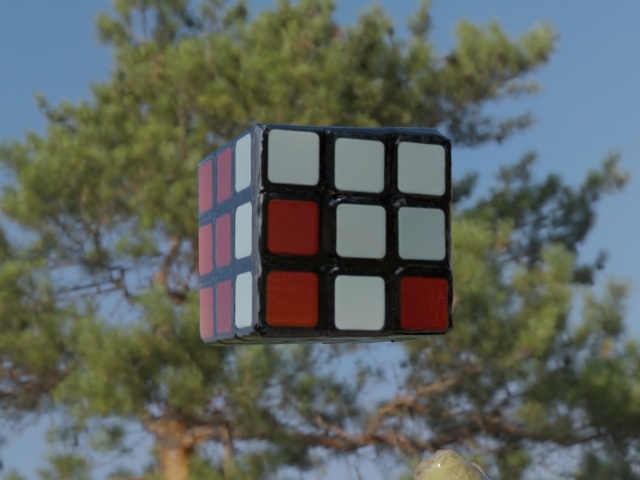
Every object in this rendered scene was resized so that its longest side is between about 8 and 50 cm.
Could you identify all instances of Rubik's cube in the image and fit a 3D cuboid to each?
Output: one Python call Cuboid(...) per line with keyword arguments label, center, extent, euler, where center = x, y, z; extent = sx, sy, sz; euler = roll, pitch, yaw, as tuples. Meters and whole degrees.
Cuboid(label="Rubik's cube", center=(0.000, 0.000, 1.027), extent=(0.162, 0.163, 0.160), euler=(3, -8, -20))

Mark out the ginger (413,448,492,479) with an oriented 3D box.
Cuboid(label="ginger", center=(0.154, 0.325, 1.316), extent=(0.109, 0.263, 0.116), euler=(3, -57, -8))
